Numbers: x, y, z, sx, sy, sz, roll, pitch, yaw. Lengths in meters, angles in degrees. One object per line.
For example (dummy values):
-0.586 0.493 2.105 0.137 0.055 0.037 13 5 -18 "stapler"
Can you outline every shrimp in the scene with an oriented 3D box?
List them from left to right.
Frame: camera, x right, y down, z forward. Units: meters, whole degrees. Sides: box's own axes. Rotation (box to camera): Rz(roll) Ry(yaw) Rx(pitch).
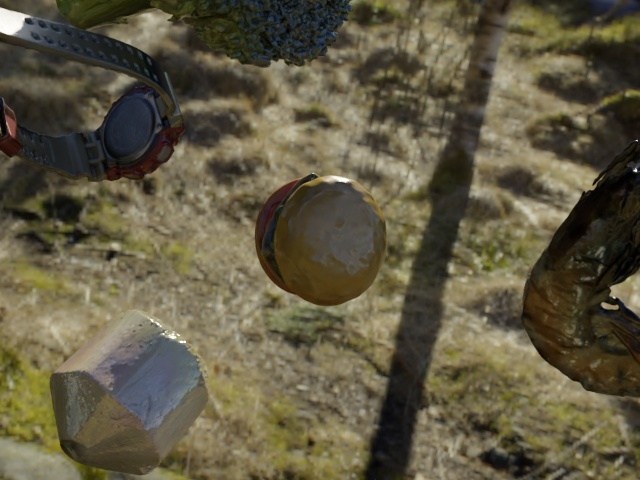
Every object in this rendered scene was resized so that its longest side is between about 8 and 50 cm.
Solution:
0.373 0.047 1.111 0.233 0.365 0.071 40 41 14 "shrimp"

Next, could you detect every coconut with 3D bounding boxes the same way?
-0.323 0.262 1.574 0.239 0.239 0.244 22 52 27 "coconut"

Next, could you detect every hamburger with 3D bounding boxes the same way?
0.000 0.000 1.151 0.162 0.161 0.115 -4 6 -30 "hamburger"

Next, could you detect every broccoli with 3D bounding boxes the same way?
-0.168 -0.334 1.159 0.397 0.353 0.274 16 62 7 "broccoli"

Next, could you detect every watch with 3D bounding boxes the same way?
-0.254 -0.137 0.951 0.268 0.165 0.102 12 48 -50 "watch"
